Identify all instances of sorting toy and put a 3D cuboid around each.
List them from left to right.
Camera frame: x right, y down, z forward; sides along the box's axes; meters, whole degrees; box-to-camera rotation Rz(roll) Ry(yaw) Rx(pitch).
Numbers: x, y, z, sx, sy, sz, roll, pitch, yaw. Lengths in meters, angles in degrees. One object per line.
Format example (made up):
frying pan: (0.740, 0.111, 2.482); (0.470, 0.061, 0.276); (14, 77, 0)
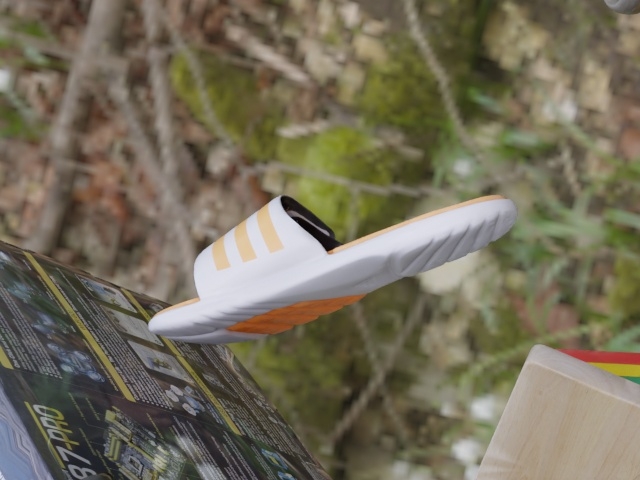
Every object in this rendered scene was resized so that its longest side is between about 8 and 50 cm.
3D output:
sorting toy: (0.287, 0.201, 1.751); (0.257, 0.255, 0.089); (105, -170, -50)

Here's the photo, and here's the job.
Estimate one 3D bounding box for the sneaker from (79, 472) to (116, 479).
sneaker: (-0.076, 0.147, 0.647); (0.124, 0.283, 0.107); (-58, 6, -20)

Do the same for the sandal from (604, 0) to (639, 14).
sandal: (0.173, -0.254, 1.375); (0.090, 0.060, 0.219); (109, 144, -66)

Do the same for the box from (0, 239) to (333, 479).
box: (-0.143, 0.142, 1.384); (0.097, 0.318, 0.395); (-56, 40, 11)

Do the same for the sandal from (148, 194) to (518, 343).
sandal: (0.004, 0.002, 1.307); (0.102, 0.265, 0.076); (30, -139, -69)
